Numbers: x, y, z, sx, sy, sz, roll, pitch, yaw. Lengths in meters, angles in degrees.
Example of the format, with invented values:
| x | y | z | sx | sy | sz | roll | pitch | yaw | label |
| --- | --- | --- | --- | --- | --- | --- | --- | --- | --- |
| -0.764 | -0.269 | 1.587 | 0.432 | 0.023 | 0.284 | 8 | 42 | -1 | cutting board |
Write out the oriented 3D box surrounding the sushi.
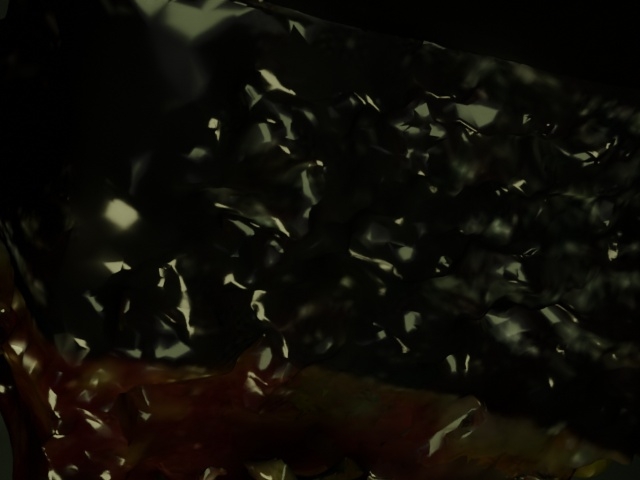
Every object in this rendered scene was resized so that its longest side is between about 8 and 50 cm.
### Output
| x | y | z | sx | sy | sz | roll | pitch | yaw | label |
| --- | --- | --- | --- | --- | --- | --- | --- | --- | --- |
| 0.000 | 0.000 | 0.407 | 0.172 | 0.153 | 0.150 | -5 | 131 | -39 | sushi |
